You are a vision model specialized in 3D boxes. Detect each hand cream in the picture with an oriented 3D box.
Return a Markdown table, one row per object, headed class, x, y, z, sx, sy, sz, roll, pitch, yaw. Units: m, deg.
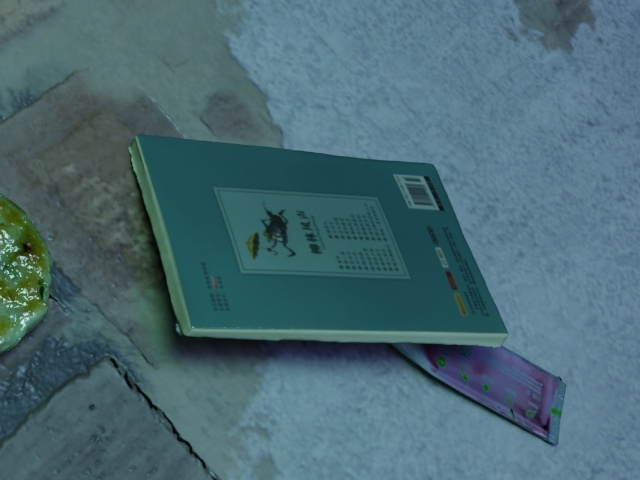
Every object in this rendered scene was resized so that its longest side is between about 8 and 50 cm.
| class | x | y | z | sx | sy | sz | roll | pitch | yaw |
| --- | --- | --- | --- | --- | --- | --- | --- | --- | --- |
| hand cream | 0.166 | 0.132 | 1.533 | 0.275 | 0.050 | 0.079 | 31 | 80 | -21 |

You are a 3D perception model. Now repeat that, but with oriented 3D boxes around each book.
| class | x | y | z | sx | sy | sz | roll | pitch | yaw |
| --- | --- | --- | --- | --- | --- | --- | --- | --- | --- |
| book | 0.000 | 0.000 | 1.459 | 0.379 | 0.031 | 0.264 | 4 | 47 | -28 |

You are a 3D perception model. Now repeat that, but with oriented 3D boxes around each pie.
| class | x | y | z | sx | sy | sz | roll | pitch | yaw |
| --- | --- | --- | --- | --- | --- | --- | --- | --- | --- |
| pie | -0.338 | 0.028 | 1.283 | 0.187 | 0.041 | 0.187 | 13 | 60 | -24 |
